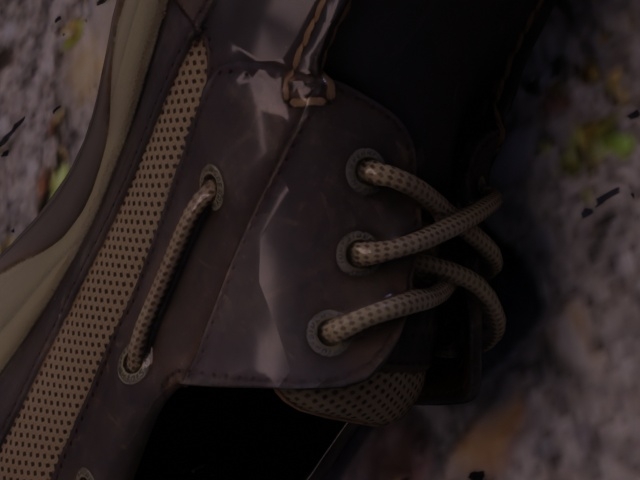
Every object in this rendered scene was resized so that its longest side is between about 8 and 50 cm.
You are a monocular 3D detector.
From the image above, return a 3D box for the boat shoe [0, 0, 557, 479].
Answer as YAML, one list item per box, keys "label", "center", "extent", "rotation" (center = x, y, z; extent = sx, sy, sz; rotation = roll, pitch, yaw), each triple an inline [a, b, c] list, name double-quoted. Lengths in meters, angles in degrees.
- label: "boat shoe"
  center: [0.000, 0.000, 0.560]
  extent: [0.130, 0.132, 0.355]
  rotation: [50, 121, 32]
